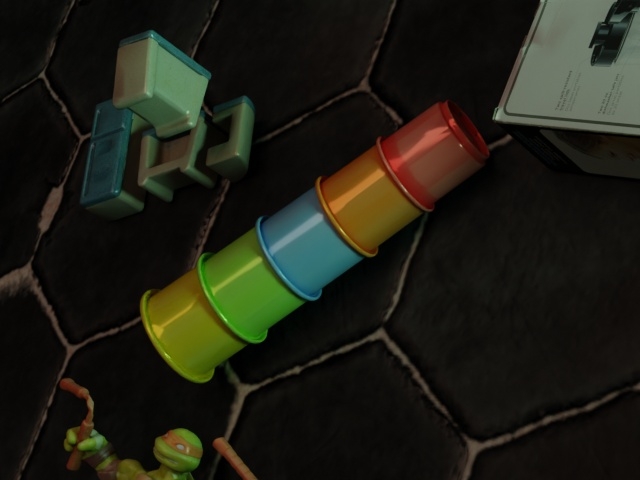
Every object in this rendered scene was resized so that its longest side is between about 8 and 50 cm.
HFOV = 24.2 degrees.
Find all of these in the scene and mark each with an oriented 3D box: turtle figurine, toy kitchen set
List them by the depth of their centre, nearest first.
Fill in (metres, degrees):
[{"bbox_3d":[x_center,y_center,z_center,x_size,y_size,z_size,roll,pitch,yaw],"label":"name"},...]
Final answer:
[{"bbox_3d":[-0.151,0.236,1.226,0.269,0.087,0.217,24,90,38],"label":"turtle figurine"},{"bbox_3d":[-0.177,-0.126,1.406,0.207,0.166,0.122,-15,56,35],"label":"toy kitchen set"}]

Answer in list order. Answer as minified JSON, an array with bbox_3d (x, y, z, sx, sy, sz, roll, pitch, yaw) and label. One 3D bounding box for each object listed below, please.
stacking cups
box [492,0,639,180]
[{"bbox_3d":[0.000,0.000,1.243,0.316,0.096,0.096,-34,47,16],"label":"stacking cups"},{"bbox_3d":[0.281,-0.127,1.051,0.290,0.087,0.169,10,73,44],"label":"box"}]
